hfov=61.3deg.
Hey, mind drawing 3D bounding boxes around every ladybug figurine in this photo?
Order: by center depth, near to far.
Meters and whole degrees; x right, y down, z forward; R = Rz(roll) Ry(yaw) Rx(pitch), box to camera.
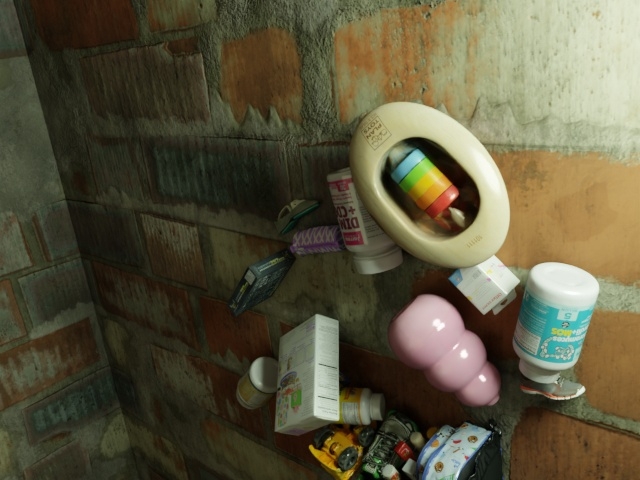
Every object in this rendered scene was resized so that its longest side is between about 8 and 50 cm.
[{"bbox_3d":[0.257,-0.140,1.287,0.305,0.162,0.449,-41,84,26],"label":"ladybug figurine"}]

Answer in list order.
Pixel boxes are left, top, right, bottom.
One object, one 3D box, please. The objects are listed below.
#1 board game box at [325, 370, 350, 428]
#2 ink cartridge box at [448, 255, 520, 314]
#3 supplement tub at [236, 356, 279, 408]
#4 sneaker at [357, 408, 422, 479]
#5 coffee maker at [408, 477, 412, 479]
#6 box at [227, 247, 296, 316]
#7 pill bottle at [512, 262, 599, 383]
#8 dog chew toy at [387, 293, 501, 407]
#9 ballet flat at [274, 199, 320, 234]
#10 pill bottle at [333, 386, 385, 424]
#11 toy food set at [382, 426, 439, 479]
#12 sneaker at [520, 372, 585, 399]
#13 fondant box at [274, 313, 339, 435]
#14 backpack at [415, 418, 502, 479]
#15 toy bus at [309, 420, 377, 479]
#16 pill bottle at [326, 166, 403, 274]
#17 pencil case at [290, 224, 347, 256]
[{"bbox_3d":[0.003,0.535,1.926,0.165,0.042,0.243,36,128,25],"label":"board game box"},{"bbox_3d":[0.411,0.104,1.335,0.143,0.090,0.092,48,133,14],"label":"ink cartridge box"},{"bbox_3d":[-0.233,0.550,2.072,0.144,0.144,0.199,49,134,14],"label":"supplement tub"},{"bbox_3d":[0.216,0.683,1.726,0.134,0.146,0.343,31,124,28],"label":"sneaker"},{"bbox_3d":[0.278,0.868,1.794,0.178,0.120,0.171,-22,66,44],"label":"coffee maker"},{"bbox_3d":[-0.202,0.142,1.834,0.059,0.183,0.232,49,134,15],"label":"box"},{"bbox_3d":[0.527,0.194,1.232,0.146,0.146,0.264,22,122,34],"label":"pill bottle"},{"bbox_3d":[0.337,0.300,1.423,0.332,0.206,0.206,45,133,6],"label":"dog chew toy"},{"bbox_3d":[-0.083,-0.090,1.705,0.213,0.072,0.068,-37,78,45],"label":"ballet flat"},{"bbox_3d":[0.099,0.539,1.761,0.215,0.117,0.117,-4,107,20],"label":"pill bottle"},{"bbox_3d":[0.282,0.670,1.610,0.104,0.232,0.111,52,155,-23],"label":"toy food set"},{"bbox_3d":[0.564,0.348,1.330,0.158,0.061,0.065,-6,98,43],"label":"sneaker"},{"bbox_3d":[-0.044,0.438,1.756,0.238,0.096,0.330,-39,39,44],"label":"fondant box"},{"bbox_3d":[0.381,0.654,1.484,0.213,0.263,0.276,-3,107,43],"label":"backpack"},{"bbox_3d":[0.098,0.706,1.825,0.149,0.220,0.211,24,145,43],"label":"toy bus"},{"bbox_3d":[0.127,-0.063,1.464,0.160,0.160,0.283,-6,104,43],"label":"pill bottle"},{"bbox_3d":[0.000,0.000,1.659,0.206,0.088,0.086,-10,103,43],"label":"pencil case"}]
